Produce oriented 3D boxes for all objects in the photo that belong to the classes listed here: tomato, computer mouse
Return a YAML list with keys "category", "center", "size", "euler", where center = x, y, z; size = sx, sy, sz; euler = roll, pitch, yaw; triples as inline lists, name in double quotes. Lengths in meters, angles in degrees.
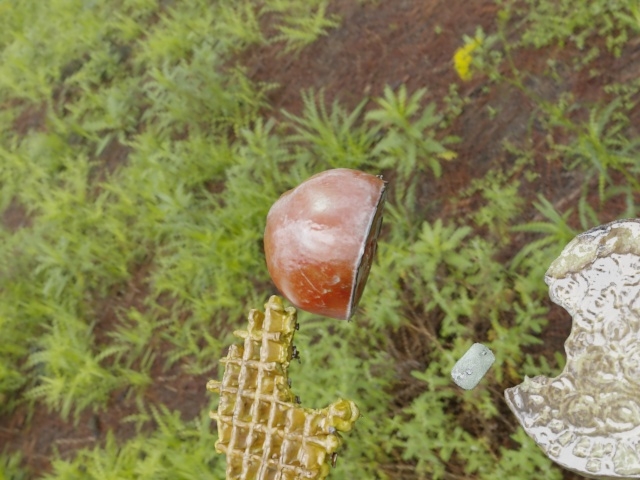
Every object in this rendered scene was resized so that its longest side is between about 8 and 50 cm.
- category: "tomato"
  center: [0.000, 0.000, 1.349]
  size: [0.155, 0.214, 0.180]
  euler: [14, 44, 4]
- category: "computer mouse"
  center: [0.289, 0.229, 1.832]
  size: [0.056, 0.032, 0.110]
  euler: [39, 56, 11]

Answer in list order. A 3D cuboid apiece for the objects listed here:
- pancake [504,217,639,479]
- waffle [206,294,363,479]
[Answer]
- category: "pancake"
  center: [0.334, 0.119, 1.088]
  size: [0.286, 0.033, 0.288]
  euler: [-29, 61, 19]
- category: "waffle"
  center: [-0.064, 0.247, 1.400]
  size: [0.259, 0.069, 0.293]
  euler: [-56, 41, 24]
